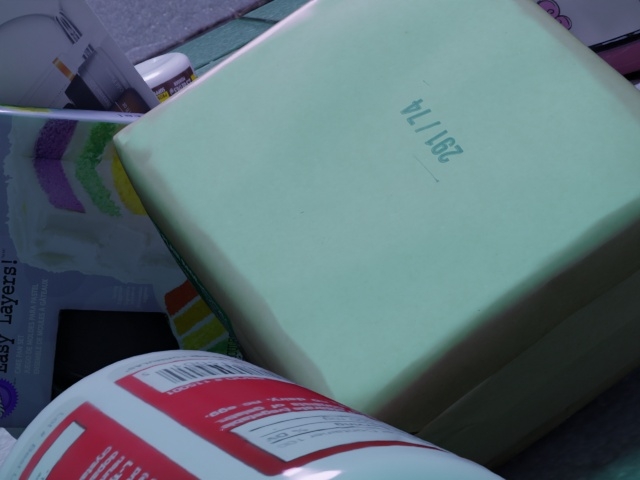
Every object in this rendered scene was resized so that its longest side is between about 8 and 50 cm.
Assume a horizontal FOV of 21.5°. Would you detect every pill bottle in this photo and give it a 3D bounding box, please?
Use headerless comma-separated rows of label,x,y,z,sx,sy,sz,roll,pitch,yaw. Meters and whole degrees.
pill bottle,-0.010,0.194,0.814,0.229,0.229,0.408,-30,18,-19
pill bottle,-0.166,-0.100,1.953,0.117,0.215,0.117,-22,17,7

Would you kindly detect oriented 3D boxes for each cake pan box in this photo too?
cake pan box,-0.163,0.029,1.356,0.246,0.267,0.070,5,10,-20

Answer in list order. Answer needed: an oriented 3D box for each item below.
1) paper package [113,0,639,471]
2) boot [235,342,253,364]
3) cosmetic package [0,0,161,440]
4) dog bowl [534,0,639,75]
paper package,0.070,-0.016,1.170,0.309,0.168,0.325,-35,53,-8
boot,-0.043,0.118,1.291,0.037,0.114,0.106,-3,27,48
cosmetic package,-0.248,-0.026,1.432,0.284,0.377,0.097,-49,42,-15
dog bowl,0.382,-0.320,1.974,0.408,0.150,0.408,-24,14,6
